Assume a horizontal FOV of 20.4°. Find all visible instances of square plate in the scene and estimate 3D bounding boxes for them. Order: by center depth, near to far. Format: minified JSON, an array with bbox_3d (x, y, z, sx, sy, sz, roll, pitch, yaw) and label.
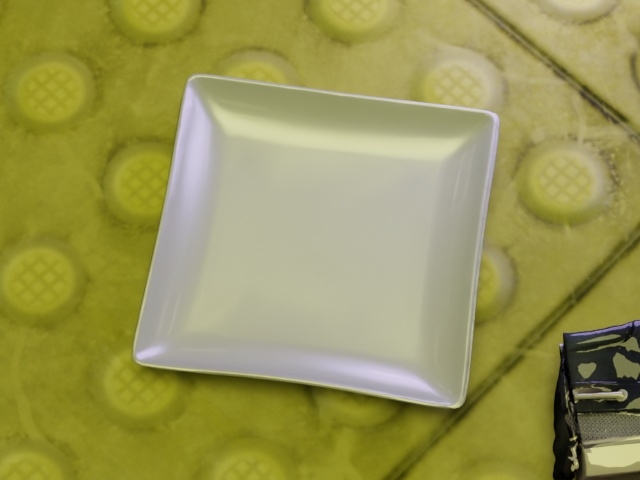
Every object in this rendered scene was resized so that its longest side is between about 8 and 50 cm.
[{"bbox_3d":[0.000,0.000,1.884,0.347,0.049,0.344,8,67,4],"label":"square plate"}]

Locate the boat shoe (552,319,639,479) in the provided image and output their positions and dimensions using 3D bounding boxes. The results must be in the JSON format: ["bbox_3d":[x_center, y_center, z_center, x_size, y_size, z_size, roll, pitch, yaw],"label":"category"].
[{"bbox_3d":[0.394,0.149,1.771,0.340,0.127,0.158,-5,74,-1],"label":"boat shoe"}]
